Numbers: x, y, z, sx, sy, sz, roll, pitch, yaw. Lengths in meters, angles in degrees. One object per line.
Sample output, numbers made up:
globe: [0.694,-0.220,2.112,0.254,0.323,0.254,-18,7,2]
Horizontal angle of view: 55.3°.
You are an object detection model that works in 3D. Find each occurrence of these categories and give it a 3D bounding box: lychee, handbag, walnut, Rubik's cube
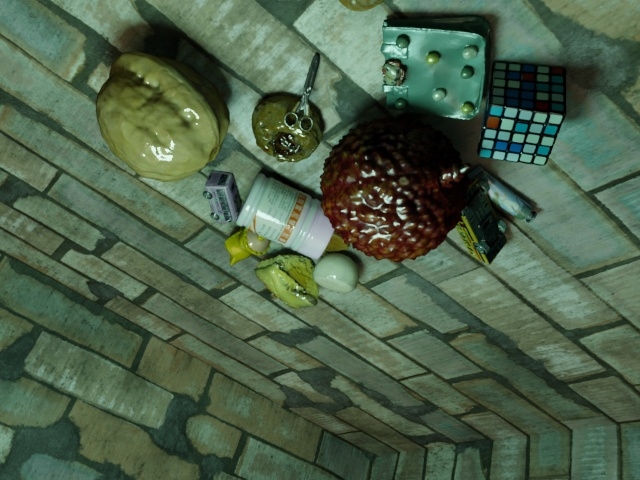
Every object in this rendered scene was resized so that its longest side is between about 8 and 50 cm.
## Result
lychee: [0.217,-0.145,1.709,0.424,0.424,0.500,38,157,-26]
handbag: [0.292,-0.434,1.569,0.274,0.100,0.268,7,144,14]
walnut: [-0.458,-0.355,1.773,0.384,0.383,0.383,12,144,9]
Rubik's cube: [0.509,-0.323,1.555,0.184,0.182,0.187,10,143,10]

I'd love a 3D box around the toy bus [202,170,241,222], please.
toy bus: [-0.353,-0.156,2.226,0.108,0.096,0.199,4,140,11]

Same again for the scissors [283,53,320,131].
scissors: [-0.039,-0.416,1.719,0.088,0.017,0.220,15,115,-7]

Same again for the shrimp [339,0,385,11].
shrimp: [0.128,-0.627,1.438,0.236,0.053,0.133,-13,115,41]

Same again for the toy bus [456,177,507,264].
toy bus: [0.492,-0.065,1.935,0.123,0.121,0.335,30,165,46]

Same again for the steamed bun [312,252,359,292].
steamed bun: [0.066,0.121,2.378,0.177,0.130,0.228,9,163,16]

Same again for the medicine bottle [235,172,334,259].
medicine bottle: [-0.114,-0.083,2.129,0.316,0.202,0.202,24,144,-10]

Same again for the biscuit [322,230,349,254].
biscuit: [0.000,0.000,2.334,0.226,0.036,0.166,-8,141,29]

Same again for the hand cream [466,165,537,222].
hand cream: [0.563,-0.141,1.898,0.256,0.055,0.088,35,149,-11]

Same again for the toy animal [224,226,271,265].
toy animal: [-0.272,0.002,2.364,0.156,0.156,0.230,36,143,-24]

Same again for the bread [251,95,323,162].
bread: [-0.104,-0.331,1.861,0.230,0.123,0.230,11,141,9]

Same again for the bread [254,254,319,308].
bread: [-0.128,0.155,2.485,0.204,0.162,0.262,-21,115,42]
